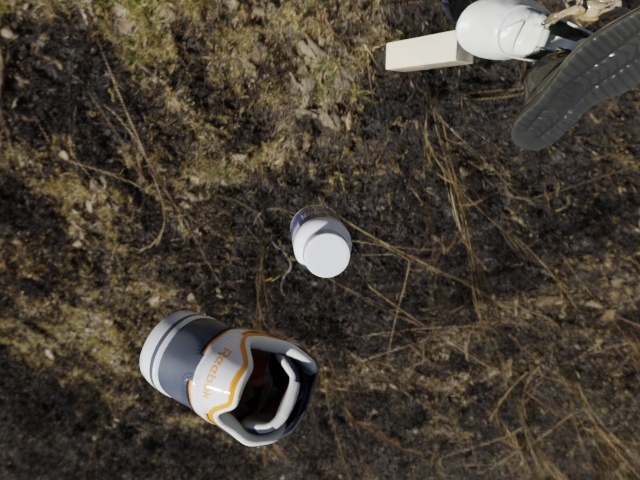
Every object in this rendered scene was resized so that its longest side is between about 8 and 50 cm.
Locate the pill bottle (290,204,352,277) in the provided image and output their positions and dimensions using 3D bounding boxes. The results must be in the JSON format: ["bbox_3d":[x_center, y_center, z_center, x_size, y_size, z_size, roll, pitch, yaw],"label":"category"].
[{"bbox_3d":[0.000,0.000,0.512,0.067,0.120,0.067,-2,106,-7],"label":"pill bottle"}]

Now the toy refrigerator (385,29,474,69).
[{"bbox_3d":[0.343,-0.601,1.385,0.269,0.102,0.094,16,112,48],"label":"toy refrigerator"}]

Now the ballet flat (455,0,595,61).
[{"bbox_3d":[0.498,-0.463,0.988,0.400,0.139,0.139,-1,139,-25],"label":"ballet flat"}]

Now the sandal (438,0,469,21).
[{"bbox_3d":[0.361,-0.709,1.226,0.254,0.054,0.097,8,122,-46],"label":"sandal"}]

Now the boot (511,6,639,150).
[{"bbox_3d":[0.309,-0.217,0.515,0.077,0.137,0.198,33,143,-12],"label":"boot"}]

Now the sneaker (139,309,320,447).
[{"bbox_3d":[-0.061,0.180,0.530,0.127,0.126,0.321,16,167,31],"label":"sneaker"}]

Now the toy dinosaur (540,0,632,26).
[{"bbox_3d":[0.478,-0.394,0.736,0.183,0.053,0.092,14,-179,22],"label":"toy dinosaur"}]
